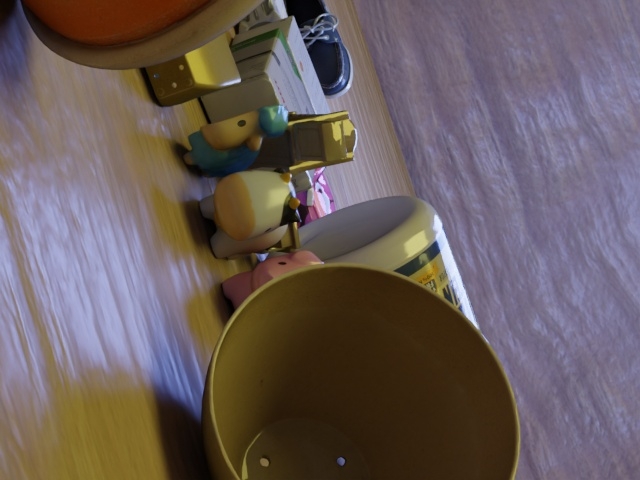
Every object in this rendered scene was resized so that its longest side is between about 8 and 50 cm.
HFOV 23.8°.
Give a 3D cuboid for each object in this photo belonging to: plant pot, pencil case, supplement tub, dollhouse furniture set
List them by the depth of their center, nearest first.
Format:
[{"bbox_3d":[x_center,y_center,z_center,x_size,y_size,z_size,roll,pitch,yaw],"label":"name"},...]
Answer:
[{"bbox_3d":[0.014,0.190,1.382,0.191,0.284,0.284,120,-38,-55],"label":"plant pot"},{"bbox_3d":[-0.146,-0.186,1.614,0.081,0.081,0.083,70,22,-10],"label":"plant pot"},{"bbox_3d":[-0.002,-0.061,1.715,0.182,0.101,0.161,7,-72,54],"label":"dollhouse furniture set"},{"bbox_3d":[0.082,0.129,1.831,0.228,0.228,0.316,-78,148,-70],"label":"supplement tub"},{"bbox_3d":[0.000,0.000,2.017,0.098,0.095,0.209,-16,-84,65],"label":"pencil case"}]

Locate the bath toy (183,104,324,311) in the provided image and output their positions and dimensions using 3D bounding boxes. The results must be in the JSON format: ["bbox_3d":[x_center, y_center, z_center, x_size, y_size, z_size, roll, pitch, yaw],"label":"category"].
[{"bbox_3d":[-0.042,0.038,1.618,0.151,0.129,0.348,17,56,-78],"label":"bath toy"}]

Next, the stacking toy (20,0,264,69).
[{"bbox_3d":[-0.230,-0.367,1.081,0.480,0.351,0.350,32,37,-46],"label":"stacking toy"}]

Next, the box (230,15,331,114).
[{"bbox_3d":[-0.053,-0.202,2.085,0.130,0.091,0.170,-82,152,-67],"label":"box"}]

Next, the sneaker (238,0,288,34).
[{"bbox_3d":[-0.093,-0.349,2.198,0.115,0.090,0.232,-6,86,-86],"label":"sneaker"}]

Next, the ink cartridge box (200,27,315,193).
[{"bbox_3d":[-0.070,-0.156,1.907,0.219,0.093,0.160,-79,148,-69],"label":"ink cartridge box"}]

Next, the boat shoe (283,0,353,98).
[{"bbox_3d":[-0.013,-0.354,2.556,0.079,0.095,0.254,56,17,-61],"label":"boat shoe"}]
